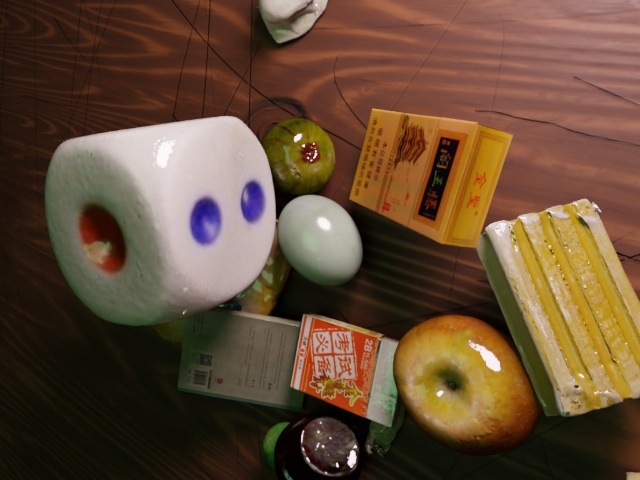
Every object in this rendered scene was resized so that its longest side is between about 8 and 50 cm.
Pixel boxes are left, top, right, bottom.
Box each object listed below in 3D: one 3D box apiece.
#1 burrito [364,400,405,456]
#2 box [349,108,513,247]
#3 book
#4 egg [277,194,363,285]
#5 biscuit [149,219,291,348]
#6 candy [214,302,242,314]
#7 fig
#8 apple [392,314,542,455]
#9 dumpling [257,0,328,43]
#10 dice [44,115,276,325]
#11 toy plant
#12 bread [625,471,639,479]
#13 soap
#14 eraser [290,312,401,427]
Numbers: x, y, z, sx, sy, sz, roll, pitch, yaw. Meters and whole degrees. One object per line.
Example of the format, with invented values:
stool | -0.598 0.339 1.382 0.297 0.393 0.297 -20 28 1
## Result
burrito | 0.134 0.342 0.908 0.058 0.045 0.188 20 102 13
box | 0.161 -0.114 0.760 0.274 0.076 0.174 37 117 58
book | -0.160 0.257 1.008 0.282 0.025 0.215 12 103 -3
egg | 0.000 0.000 0.899 0.149 0.149 0.192 -45 77 27
biscuit | -0.273 0.057 1.086 0.429 0.104 0.446 19 107 14
candy | -0.242 0.156 1.018 0.136 0.038 0.088 21 110 10
fig | -0.077 -0.168 0.973 0.259 0.151 0.151 3 97 59
apple | 0.240 0.229 0.762 0.210 0.173 0.235 -53 58 22
dumpling | -0.054 -0.495 0.930 0.150 0.092 0.177 17 98 15
dice | -0.265 -0.048 0.822 0.276 0.304 0.304 -1 108 26
toy plant | -0.017 0.447 0.950 0.218 0.175 0.235 40 139 16
bread | 0.535 0.446 0.614 0.178 0.135 0.240 -15 84 32
soap | 0.354 0.091 0.664 0.173 0.089 0.274 -14 74 -8
eraser | 0.054 0.247 0.910 0.230 0.038 0.157 12 93 29
